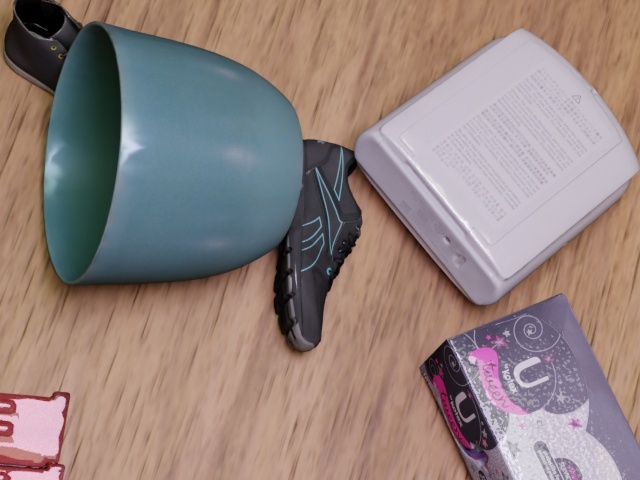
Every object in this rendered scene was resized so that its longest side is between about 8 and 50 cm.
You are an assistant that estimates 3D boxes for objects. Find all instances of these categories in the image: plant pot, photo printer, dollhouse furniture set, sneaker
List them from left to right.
[{"bbox_3d":[-0.457,0.225,1.808,0.374,0.201,0.152,7,76,-16],"label":"dollhouse furniture set"},{"bbox_3d":[-0.273,-0.205,2.062,0.222,0.118,0.083,25,68,-2],"label":"sneaker"},{"bbox_3d":[-0.159,-0.085,1.964,0.235,0.293,0.293,6,70,-23],"label":"plant pot"},{"bbox_3d":[0.000,0.000,2.056,0.106,0.101,0.267,4,71,-12],"label":"sneaker"},{"bbox_3d":[0.226,-0.102,2.112,0.307,0.107,0.256,-38,85,-30],"label":"photo printer"}]

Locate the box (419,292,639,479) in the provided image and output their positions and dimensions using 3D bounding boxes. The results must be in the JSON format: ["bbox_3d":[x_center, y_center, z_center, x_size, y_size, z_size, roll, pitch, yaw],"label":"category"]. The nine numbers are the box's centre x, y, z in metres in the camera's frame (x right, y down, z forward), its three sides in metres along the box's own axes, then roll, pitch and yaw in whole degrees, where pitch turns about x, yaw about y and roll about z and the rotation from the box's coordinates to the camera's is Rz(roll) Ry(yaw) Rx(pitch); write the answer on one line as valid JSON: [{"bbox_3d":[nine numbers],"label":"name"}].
[{"bbox_3d":[0.246,0.211,2.008,0.163,0.142,0.247,-21,76,-17],"label":"box"}]
